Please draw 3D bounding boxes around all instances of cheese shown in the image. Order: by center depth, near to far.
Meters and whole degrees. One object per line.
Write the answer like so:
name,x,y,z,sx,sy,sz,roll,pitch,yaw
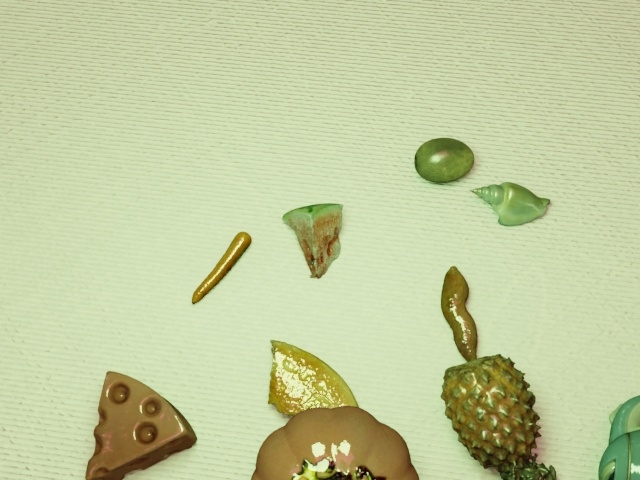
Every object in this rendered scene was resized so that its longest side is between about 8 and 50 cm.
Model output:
cheese,-0.362,0.341,1.522,0.203,0.128,0.177,-25,68,-3

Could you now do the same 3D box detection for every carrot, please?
carrot,-0.208,0.059,1.670,0.037,0.037,0.190,33,75,14

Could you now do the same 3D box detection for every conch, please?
conch,0.400,-0.082,1.690,0.180,0.065,0.088,12,68,-3

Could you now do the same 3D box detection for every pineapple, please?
pineapple,0.343,0.393,1.470,0.175,0.175,0.361,-16,84,-5

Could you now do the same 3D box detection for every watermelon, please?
watermelon,0.005,-0.017,1.658,0.098,0.121,0.158,-14,71,-27

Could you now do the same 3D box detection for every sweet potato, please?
sweet potato,0.279,0.154,1.609,0.065,0.051,0.218,-6,68,-3

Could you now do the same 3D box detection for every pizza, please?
pizza,-0.014,0.303,1.557,0.271,0.056,0.134,36,71,10

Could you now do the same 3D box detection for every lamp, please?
lamp,0.024,0.442,1.388,0.305,0.239,0.305,0,92,1

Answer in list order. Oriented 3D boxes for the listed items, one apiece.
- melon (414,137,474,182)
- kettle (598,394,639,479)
melon,0.265,-0.173,1.714,0.130,0.098,0.098,-8,68,-8
kettle,0.675,0.409,1.425,0.342,0.247,0.319,7,38,13
